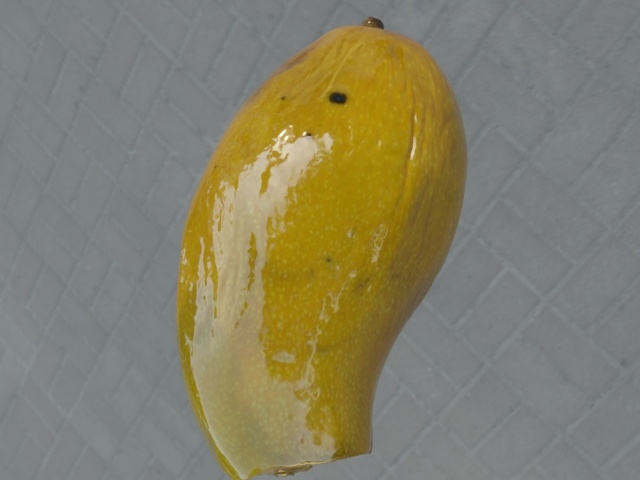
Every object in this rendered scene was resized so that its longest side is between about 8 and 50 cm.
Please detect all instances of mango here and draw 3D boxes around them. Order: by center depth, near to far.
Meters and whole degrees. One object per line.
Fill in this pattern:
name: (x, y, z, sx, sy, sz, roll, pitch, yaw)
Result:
mango: (-0.004, 0.000, 0.673, 0.187, 0.359, 0.144, 23, 164, 0)
